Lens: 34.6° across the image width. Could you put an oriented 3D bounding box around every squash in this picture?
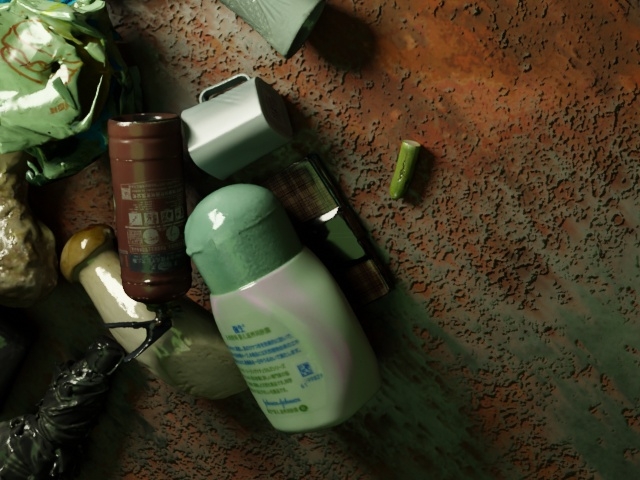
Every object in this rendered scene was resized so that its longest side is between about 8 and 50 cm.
[{"bbox_3d":[0.114,-0.094,1.406,0.027,0.027,0.083,18,112,12],"label":"squash"}]

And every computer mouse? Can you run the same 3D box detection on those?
[{"bbox_3d":[-0.584,0.209,1.678,0.170,0.100,0.269,33,124,0],"label":"computer mouse"}]

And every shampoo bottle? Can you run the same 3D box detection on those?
[{"bbox_3d":[-0.063,0.086,1.421,0.221,0.151,0.350,-15,107,50],"label":"shampoo bottle"}]

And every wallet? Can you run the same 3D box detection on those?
[{"bbox_3d":[0.000,0.000,1.467,0.124,0.042,0.230,-30,94,27],"label":"wallet"}]

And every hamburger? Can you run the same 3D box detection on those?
[{"bbox_3d":[-0.370,-0.219,1.406,0.260,0.150,0.276,-46,108,-2],"label":"hamburger"}]

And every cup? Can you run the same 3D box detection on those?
[{"bbox_3d":[-0.119,-0.168,1.428,0.129,0.095,0.128,-24,63,20],"label":"cup"}]

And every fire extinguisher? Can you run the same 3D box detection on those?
[{"bbox_3d":[-0.249,0.001,1.430,0.138,0.102,0.344,-7,104,-21],"label":"fire extinguisher"}]

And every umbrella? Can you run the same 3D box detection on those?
[{"bbox_3d":[-0.434,0.281,1.664,0.154,0.128,0.337,22,107,-6],"label":"umbrella"}]

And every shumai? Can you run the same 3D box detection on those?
[{"bbox_3d":[-0.523,-0.072,1.575,0.345,0.217,0.283,21,82,16],"label":"shumai"}]

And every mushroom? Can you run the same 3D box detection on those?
[{"bbox_3d":[-0.250,0.115,1.546,0.350,0.128,0.128,42,115,7],"label":"mushroom"}]

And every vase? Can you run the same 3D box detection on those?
[{"bbox_3d":[-0.107,-0.340,1.357,0.219,0.096,0.096,35,114,1],"label":"vase"}]
